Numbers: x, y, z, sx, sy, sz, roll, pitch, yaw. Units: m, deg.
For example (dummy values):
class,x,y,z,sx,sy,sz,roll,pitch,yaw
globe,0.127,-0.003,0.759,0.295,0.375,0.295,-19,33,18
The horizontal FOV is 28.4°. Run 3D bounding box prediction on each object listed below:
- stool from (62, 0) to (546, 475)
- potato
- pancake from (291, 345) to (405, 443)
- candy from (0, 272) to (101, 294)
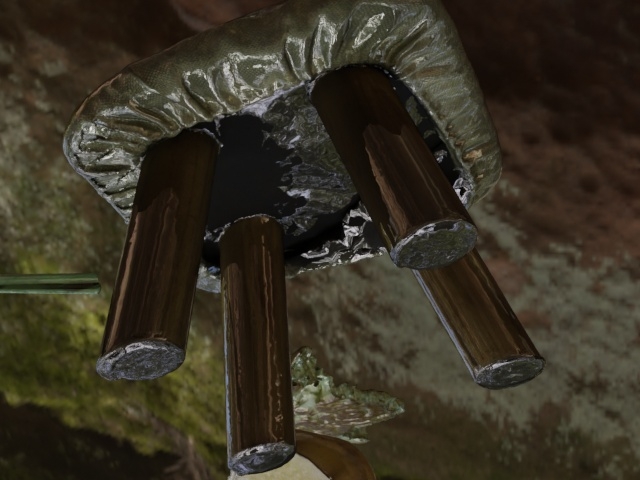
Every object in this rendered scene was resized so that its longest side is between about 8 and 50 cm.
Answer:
class,x,y,z,sx,sy,sz,roll,pitch,yaw
stool,0.000,0.000,0.963,0.310,0.310,0.226,-22,-122,10
potato,-0.002,0.250,1.152,0.164,0.200,0.081,39,-135,24
pancake,0.005,0.196,1.545,0.197,0.376,0.054,-1,-109,4
candy,-0.291,0.032,0.978,0.262,0.077,0.073,1,-115,-37
